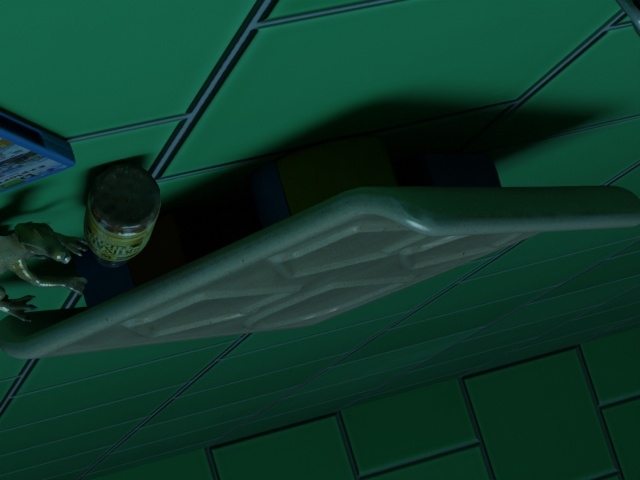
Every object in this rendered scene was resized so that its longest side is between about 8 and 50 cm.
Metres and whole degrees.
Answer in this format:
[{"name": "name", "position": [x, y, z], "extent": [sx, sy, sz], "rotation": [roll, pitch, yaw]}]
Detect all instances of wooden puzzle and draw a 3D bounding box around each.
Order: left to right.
[{"name": "wooden puzzle", "position": [0.000, 0.000, 1.180], "extent": [0.348, 0.080, 0.322], "rotation": [-18, 171, 34]}]

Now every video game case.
[{"name": "video game case", "position": [-0.198, -0.035, 0.810], "extent": [0.119, 0.015, 0.166], "rotation": [-19, 170, 9]}]

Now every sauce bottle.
[{"name": "sauce bottle", "position": [-0.117, -0.010, 1.004], "extent": [0.042, 0.042, 0.128], "rotation": [-15, 168, -12]}]

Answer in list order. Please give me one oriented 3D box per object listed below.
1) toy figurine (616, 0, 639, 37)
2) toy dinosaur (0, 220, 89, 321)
[{"name": "toy figurine", "position": [0.220, -0.086, 0.689], "extent": [0.148, 0.213, 0.209], "rotation": [-36, 170, 10]}, {"name": "toy dinosaur", "position": [-0.199, 0.011, 1.007], "extent": [0.183, 0.053, 0.093], "rotation": [-14, 156, 34]}]
